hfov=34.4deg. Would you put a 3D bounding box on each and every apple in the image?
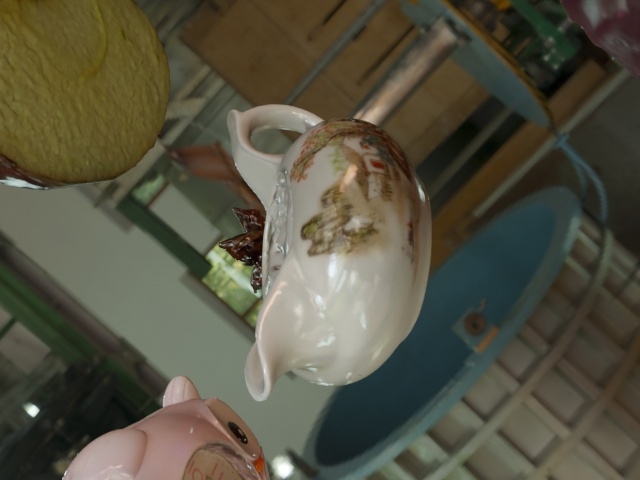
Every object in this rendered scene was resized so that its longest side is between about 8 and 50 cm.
[{"bbox_3d":[-0.265,-0.148,0.802,0.254,0.179,0.346,26,-164,22],"label":"apple"}]

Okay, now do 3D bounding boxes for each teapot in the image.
[{"bbox_3d":[0.000,0.000,0.801,0.139,0.204,0.298,3,-139,-11],"label":"teapot"}]

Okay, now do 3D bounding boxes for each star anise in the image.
[{"bbox_3d":[-0.043,0.011,1.264,0.168,0.057,0.168,17,-131,-20],"label":"star anise"}]

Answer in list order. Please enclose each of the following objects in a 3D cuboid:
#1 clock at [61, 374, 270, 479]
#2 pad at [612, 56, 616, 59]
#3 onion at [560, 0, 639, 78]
[{"bbox_3d":[-0.206,0.393,1.392,0.368,0.250,0.377,62,-157,-21],"label":"clock"},{"bbox_3d":[0.385,-0.146,0.875,0.233,0.022,0.174,16,176,-7],"label":"pad"},{"bbox_3d":[0.186,-0.131,0.357,0.256,0.272,0.230,32,-135,26],"label":"onion"}]
